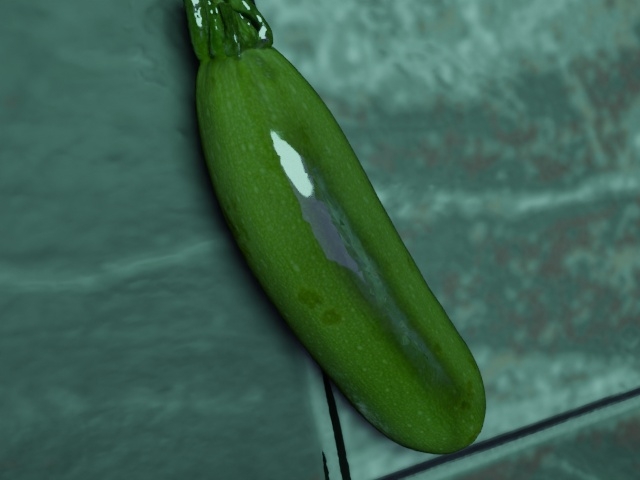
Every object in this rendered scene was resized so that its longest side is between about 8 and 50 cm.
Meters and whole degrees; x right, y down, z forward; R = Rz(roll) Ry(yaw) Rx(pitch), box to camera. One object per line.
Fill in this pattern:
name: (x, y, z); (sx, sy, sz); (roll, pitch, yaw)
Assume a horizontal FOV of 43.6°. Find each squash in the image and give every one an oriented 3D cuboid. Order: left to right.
squash: (0.000, 0.000, 0.470); (0.094, 0.094, 0.341); (-35, 107, -13)
